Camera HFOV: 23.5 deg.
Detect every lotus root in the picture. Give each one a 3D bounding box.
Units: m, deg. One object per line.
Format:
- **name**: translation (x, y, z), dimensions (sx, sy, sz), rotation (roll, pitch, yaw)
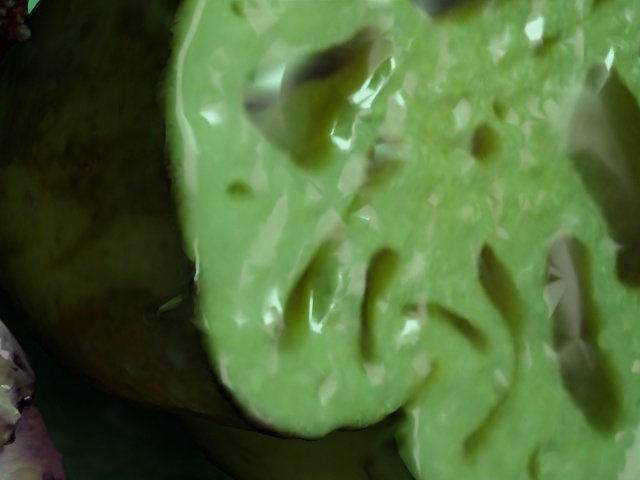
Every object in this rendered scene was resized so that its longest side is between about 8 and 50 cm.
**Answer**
- **lotus root**: translation (0.000, 0.000, 0.658), dimensions (0.316, 0.250, 0.316), rotation (10, 75, -42)

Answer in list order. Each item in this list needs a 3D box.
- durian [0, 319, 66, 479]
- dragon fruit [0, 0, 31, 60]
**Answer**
- **durian**: translation (-0.178, 0.025, 0.487), dimensions (0.341, 0.112, 0.191), rotation (64, 1, -9)
- **dragon fruit**: translation (-0.162, -0.113, 0.595), dimensions (0.097, 0.131, 0.063), rotation (44, 38, -38)
